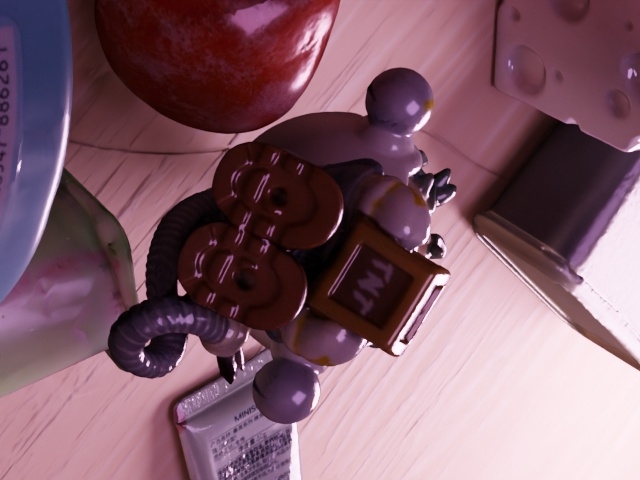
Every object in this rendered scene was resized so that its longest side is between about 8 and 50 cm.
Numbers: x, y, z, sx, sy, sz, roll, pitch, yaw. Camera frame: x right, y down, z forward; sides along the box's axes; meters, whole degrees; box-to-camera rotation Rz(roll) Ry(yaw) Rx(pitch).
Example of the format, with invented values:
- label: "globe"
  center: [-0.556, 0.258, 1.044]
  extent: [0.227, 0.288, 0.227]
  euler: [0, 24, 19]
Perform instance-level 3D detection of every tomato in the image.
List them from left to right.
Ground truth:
- label: "tomato"
  center: [-0.060, -0.161, 1.340]
  extent: [0.187, 0.151, 0.187]
  euler: [-32, 136, -38]

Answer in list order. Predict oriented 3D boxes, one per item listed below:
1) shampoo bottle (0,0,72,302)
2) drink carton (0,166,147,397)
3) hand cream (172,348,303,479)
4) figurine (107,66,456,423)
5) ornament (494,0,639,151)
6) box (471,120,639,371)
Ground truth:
- label: "shampoo bottle"
  center: [-0.342, -0.080, 0.932]
  extent: [0.342, 0.331, 0.331]
  euler: [-10, 121, -45]
- label: "drink carton"
  center: [-0.212, 0.042, 1.319]
  extent: [0.142, 0.146, 0.144]
  euler: [-26, 130, -24]
- label: "hand cream"
  center: [-0.057, 0.252, 1.692]
  extent: [0.124, 0.078, 0.341]
  euler: [-29, 125, -32]
- label: "figurine"
  center: [0.003, -0.002, 1.369]
  extent: [0.261, 0.186, 0.382]
  euler: [-53, 175, 5]
- label: "ornament"
  center: [0.316, -0.223, 1.636]
  extent: [0.239, 0.240, 0.240]
  euler: [-26, 132, -35]
- label: "box"
  center: [0.277, -0.008, 1.811]
  extent: [0.178, 0.138, 0.274]
  euler: [-54, 142, -3]
